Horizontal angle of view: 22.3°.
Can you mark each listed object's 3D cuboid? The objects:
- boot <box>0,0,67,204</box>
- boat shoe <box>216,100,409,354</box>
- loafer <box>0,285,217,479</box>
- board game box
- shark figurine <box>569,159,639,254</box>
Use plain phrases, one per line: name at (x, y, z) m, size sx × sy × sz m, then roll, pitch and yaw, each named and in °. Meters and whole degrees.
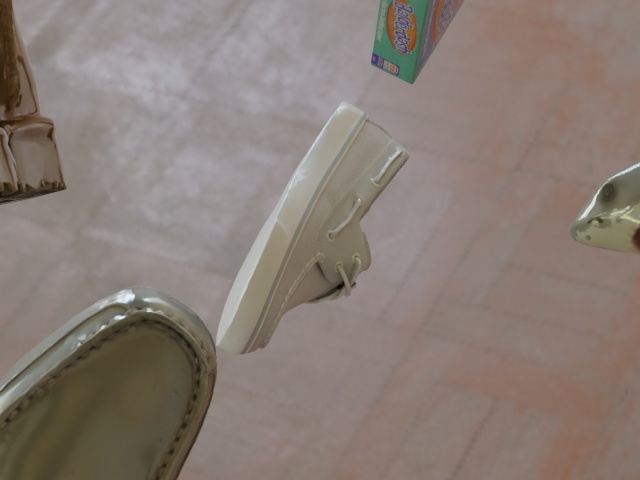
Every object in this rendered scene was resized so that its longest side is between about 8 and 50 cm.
boot at (-0.141, -0.134, 0.408) m, size 0.089 × 0.269 × 0.236 m, roll -12°, pitch 4°, yaw -3°
boat shoe at (0.000, 0.000, 0.912) m, size 0.063 × 0.066 × 0.184 m, roll 31°, pitch 45°, yaw -3°
loafer at (-0.153, 0.164, 0.763) m, size 0.319 × 0.112 × 0.111 m, roll -56°, pitch 12°, yaw -3°
board game box at (0.117, -0.262, 1.419) m, size 0.047 × 0.160 × 0.210 m, roll 28°, pitch 67°, yaw 9°
shark figurine at (0.267, -0.019, 0.686) m, size 0.278 × 0.166 × 0.116 m, roll 21°, pitch 51°, yaw -13°
